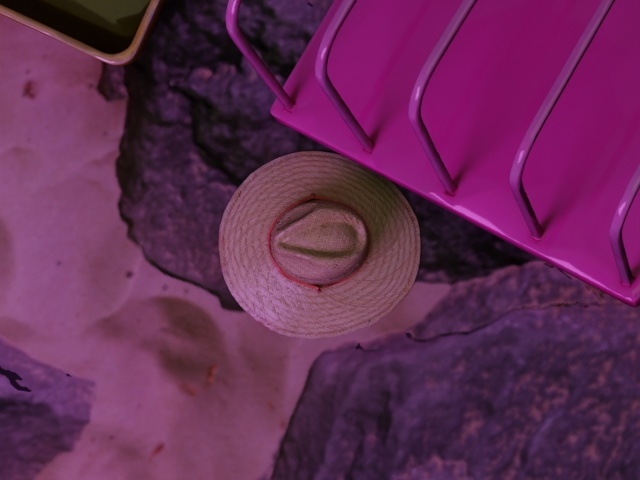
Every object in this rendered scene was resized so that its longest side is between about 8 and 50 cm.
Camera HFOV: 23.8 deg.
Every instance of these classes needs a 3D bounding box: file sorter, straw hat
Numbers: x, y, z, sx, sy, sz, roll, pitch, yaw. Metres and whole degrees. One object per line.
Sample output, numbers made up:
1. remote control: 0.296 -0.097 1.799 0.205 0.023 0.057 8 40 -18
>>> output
1. file sorter: 0.116 -0.128 0.966 0.290 0.182 0.202 29 85 19
2. straw hat: 0.000 0.000 1.052 0.144 0.061 0.144 0 86 -1

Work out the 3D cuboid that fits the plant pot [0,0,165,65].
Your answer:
1. plant pot: -0.168 -0.237 1.004 0.212 0.187 0.212 25 87 0
